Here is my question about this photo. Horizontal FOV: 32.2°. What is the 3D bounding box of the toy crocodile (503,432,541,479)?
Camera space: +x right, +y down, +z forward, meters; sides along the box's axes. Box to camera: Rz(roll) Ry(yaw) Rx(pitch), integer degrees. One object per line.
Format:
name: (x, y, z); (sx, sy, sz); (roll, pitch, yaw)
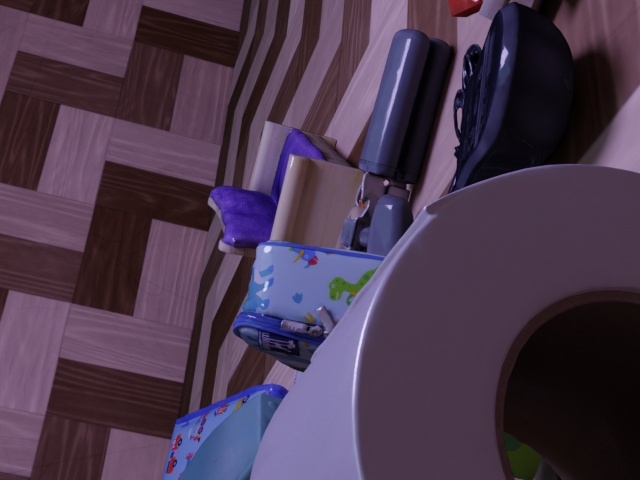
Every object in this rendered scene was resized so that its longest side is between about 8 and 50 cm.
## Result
toy crocodile: (0.112, 0.132, 0.753); (0.115, 0.105, 0.341); (-134, 58, -76)

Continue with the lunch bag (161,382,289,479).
lunch bag: (-0.132, 0.348, 1.646); (0.293, 0.138, 0.221); (-42, 33, 54)

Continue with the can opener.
can opener: (0.096, -0.086, 1.215); (0.095, 0.076, 0.283); (19, 96, 46)

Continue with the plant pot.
plant pot: (-0.068, 0.306, 1.293); (0.165, 0.165, 0.234); (-94, 29, -56)

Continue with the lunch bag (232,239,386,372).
lunch bag: (0.039, 0.071, 0.896); (0.219, 0.176, 0.090); (52, -130, -71)

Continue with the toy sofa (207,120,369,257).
toy sofa: (-0.052, -0.074, 1.574); (0.362, 0.177, 0.150); (-121, 45, -75)

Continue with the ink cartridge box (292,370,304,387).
ink cartridge box: (0.006, 0.159, 1.345); (0.122, 0.052, 0.089); (154, 129, -73)

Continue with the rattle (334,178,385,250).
rattle: (0.000, 0.000, 1.362); (0.130, 0.142, 0.200); (-49, -30, -75)

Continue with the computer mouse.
computer mouse: (0.159, -0.108, 0.915); (0.272, 0.072, 0.189); (100, 179, -80)

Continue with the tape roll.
tape roll: (0.103, 0.112, 0.484); (0.169, 0.246, 0.246); (121, 159, -58)

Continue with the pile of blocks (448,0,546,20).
pile of blocks: (0.124, -0.290, 1.061); (0.362, 0.149, 0.113); (-97, 24, -58)
